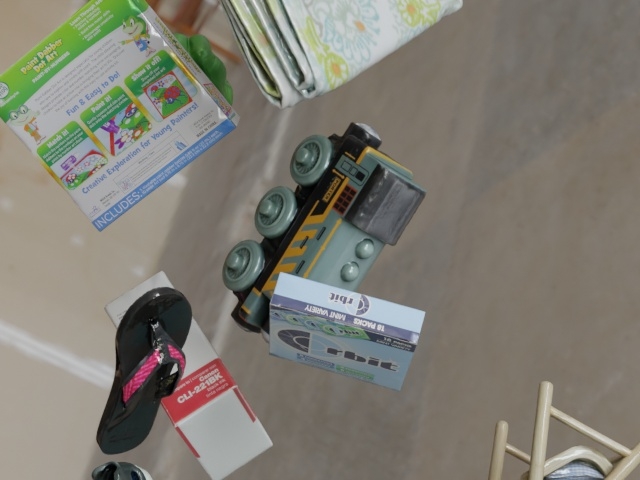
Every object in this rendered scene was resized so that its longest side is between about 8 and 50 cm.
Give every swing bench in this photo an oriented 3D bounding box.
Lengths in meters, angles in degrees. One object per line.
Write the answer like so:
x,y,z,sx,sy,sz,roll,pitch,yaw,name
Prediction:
0.280,0.357,1.737,0.255,0.165,0.253,-60,-3,-20,swing bench

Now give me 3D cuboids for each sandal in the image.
-0.140,0.114,1.082,0.040,0.067,0.179,46,130,39,sandal

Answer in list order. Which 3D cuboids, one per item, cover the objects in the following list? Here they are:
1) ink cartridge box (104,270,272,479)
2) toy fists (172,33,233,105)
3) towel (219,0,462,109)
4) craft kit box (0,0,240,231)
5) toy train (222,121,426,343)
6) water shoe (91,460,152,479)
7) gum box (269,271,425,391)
-0.207,0.210,2.047,0.114,0.197,0.273,-33,52,-8,ink cartridge box
-0.266,-0.225,1.858,0.279,0.142,0.096,-7,64,21,toy fists
-0.001,-0.355,1.520,0.090,0.320,0.374,-13,17,41,towel
-0.279,-0.179,1.744,0.250,0.247,0.061,-35,17,15,craft kit box
0.000,0.000,1.795,0.334,0.142,0.190,-57,40,5,toy train
-0.234,0.333,1.382,0.073,0.080,0.203,0,71,27,water shoe
0.024,0.102,1.421,0.184,0.157,0.041,95,-168,-69,gum box
